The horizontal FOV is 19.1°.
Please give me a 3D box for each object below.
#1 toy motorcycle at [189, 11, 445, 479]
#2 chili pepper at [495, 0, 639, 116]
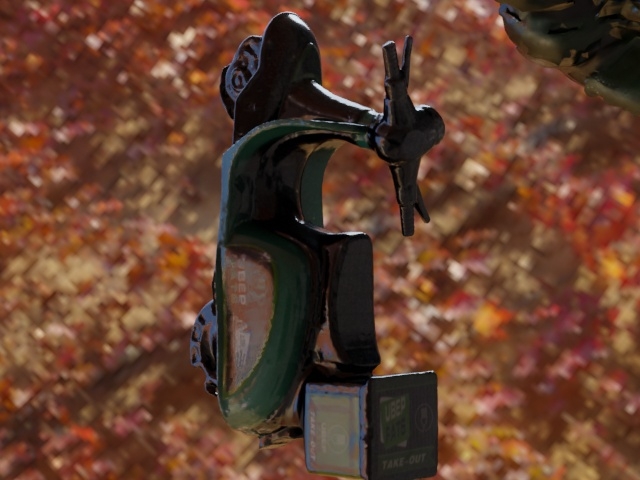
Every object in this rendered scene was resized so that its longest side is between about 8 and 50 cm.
[{"bbox_3d":[0.000,0.000,0.709,0.058,0.100,0.173,1,-90,-49],"label":"toy motorcycle"},{"bbox_3d":[0.188,-0.174,0.749,0.248,0.233,0.257,88,-159,-73],"label":"chili pepper"}]
